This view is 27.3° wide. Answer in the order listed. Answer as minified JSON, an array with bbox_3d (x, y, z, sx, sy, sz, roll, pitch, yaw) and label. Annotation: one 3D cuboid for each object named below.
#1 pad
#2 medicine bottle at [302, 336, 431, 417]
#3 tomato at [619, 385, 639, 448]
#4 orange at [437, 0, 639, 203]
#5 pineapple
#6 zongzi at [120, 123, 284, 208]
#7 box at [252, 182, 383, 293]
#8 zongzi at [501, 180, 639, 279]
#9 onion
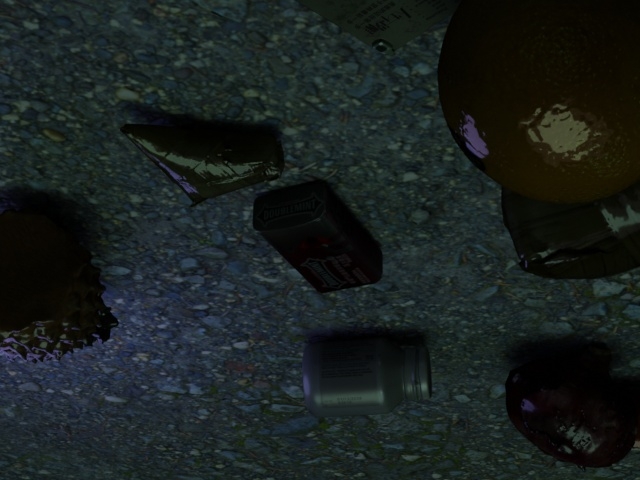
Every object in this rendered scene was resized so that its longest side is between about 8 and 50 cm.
[{"bbox_3d":[0.112,-0.296,1.482,0.159,0.009,0.265,25,142,-36],"label":"pad"},{"bbox_3d":[0.083,0.237,2.304,0.215,0.135,0.135,-4,150,9],"label":"medicine bottle"},{"bbox_3d":[0.587,0.320,2.487,0.173,0.099,0.189,-6,-161,-34],"label":"tomato"},{"bbox_3d":[0.261,-0.175,1.426,0.274,0.274,0.274,1,151,0],"label":"orange"},{"bbox_3d":[-0.416,0.093,2.013,0.223,0.223,0.357,-2,164,5],"label":"pineapple"},{"bbox_3d":[-0.147,-0.125,1.730,0.160,0.078,0.176,-18,143,21],"label":"zongzi"},{"bbox_3d":[0.000,0.000,1.954,0.120,0.069,0.224,-11,150,20],"label":"box"},{"bbox_3d":[0.480,-0.108,1.725,0.500,0.218,0.467,-22,176,11],"label":"zongzi"},{"bbox_3d":[0.453,0.286,2.344,0.252,0.219,0.252,24,180,0],"label":"onion"}]
